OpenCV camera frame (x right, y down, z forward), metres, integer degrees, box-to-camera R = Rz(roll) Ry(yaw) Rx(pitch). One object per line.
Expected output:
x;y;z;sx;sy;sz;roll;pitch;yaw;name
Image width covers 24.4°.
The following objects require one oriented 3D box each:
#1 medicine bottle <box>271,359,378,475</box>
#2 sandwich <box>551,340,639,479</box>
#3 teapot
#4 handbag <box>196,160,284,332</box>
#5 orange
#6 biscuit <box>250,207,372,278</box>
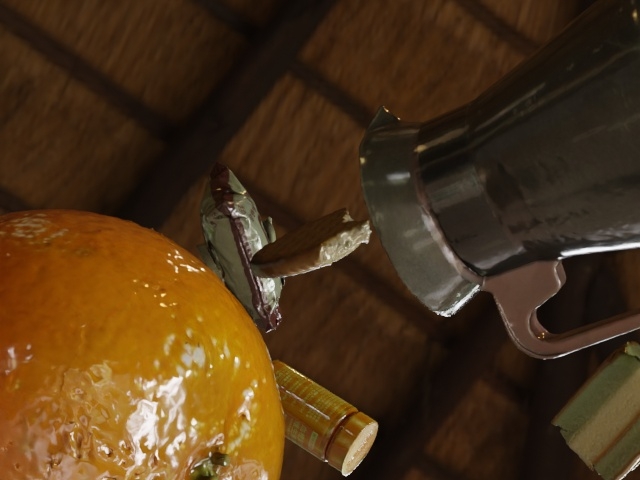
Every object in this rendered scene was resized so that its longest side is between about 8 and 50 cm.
-0.016;0.267;2.254;0.192;0.096;0.096;31;-27;22;medicine bottle
0.487;0.285;2.404;0.155;0.198;0.227;46;10;16;sandwich
0.240;-0.059;1.364;0.344;0.253;0.300;-23;-88;25;teapot
-0.130;0.012;2.338;0.127;0.213;0.235;-15;-70;-7;handbag
-0.212;0.178;1.276;0.326;0.424;0.424;-3;-37;38;orange
0.000;0.001;1.744;0.176;0.228;0.031;-15;-80;34;biscuit
